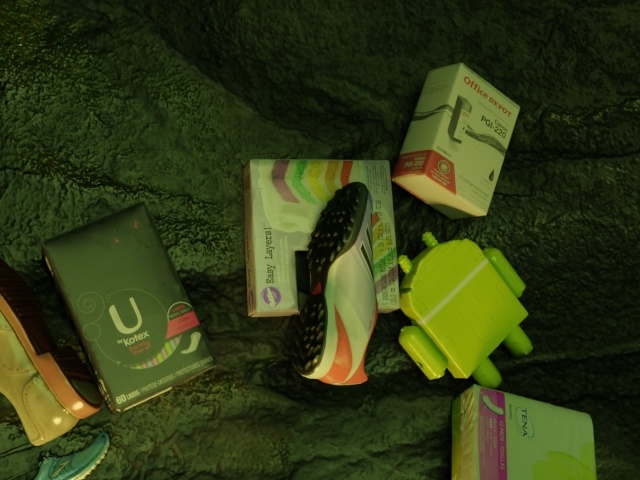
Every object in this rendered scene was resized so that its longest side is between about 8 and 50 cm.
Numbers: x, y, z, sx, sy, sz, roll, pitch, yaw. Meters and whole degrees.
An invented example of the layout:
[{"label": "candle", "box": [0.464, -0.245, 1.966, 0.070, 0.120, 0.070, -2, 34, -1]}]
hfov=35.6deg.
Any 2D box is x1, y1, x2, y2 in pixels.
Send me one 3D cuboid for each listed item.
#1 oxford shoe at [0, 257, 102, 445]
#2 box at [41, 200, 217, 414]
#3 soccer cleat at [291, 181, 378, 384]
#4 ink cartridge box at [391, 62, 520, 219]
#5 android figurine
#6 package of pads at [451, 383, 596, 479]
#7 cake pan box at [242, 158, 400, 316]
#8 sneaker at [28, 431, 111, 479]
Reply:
[{"label": "oxford shoe", "box": [-0.467, 0.139, 1.447, 0.130, 0.123, 0.348, -38, 78, 5]}, {"label": "box", "box": [-0.288, 0.104, 1.488, 0.165, 0.143, 0.270, -24, 85, -19]}, {"label": "soccer cleat", "box": [0.043, 0.067, 1.552, 0.116, 0.108, 0.318, 21, 71, -32]}, {"label": "ink cartridge box", "box": [0.233, -0.167, 1.695, 0.158, 0.092, 0.218, 30, 69, -30]}, {"label": "android figurine", "box": [0.235, 0.112, 1.664, 0.248, 0.056, 0.273, -43, 99, -21]}, {"label": "package of pads", "box": [0.325, 0.389, 1.569, 0.229, 0.101, 0.296, 16, 52, -13]}, {"label": "cake pan box", "box": [0.000, 0.000, 1.631, 0.246, 0.070, 0.267, 0, 79, -13]}, {"label": "sneaker", "box": [-0.378, 0.330, 1.457, 0.162, 0.063, 0.073, -37, 86, -20]}]
